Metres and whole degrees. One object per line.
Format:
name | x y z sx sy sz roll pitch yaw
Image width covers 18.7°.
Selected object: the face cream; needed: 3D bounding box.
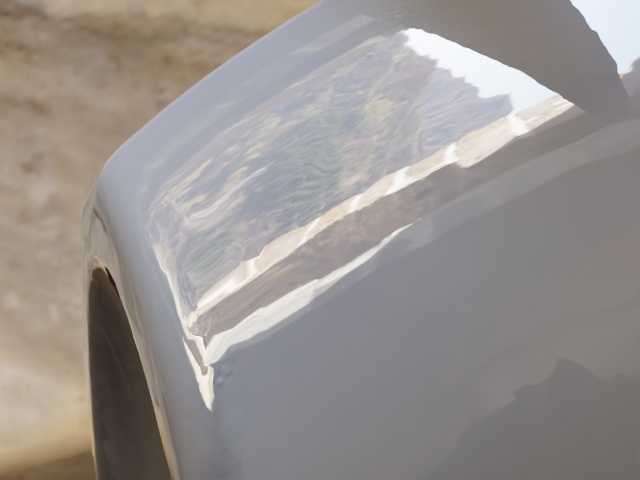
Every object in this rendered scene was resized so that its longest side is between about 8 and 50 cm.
face cream | 0.137 0.063 0.446 0.219 0.357 0.312 139 -58 -74
